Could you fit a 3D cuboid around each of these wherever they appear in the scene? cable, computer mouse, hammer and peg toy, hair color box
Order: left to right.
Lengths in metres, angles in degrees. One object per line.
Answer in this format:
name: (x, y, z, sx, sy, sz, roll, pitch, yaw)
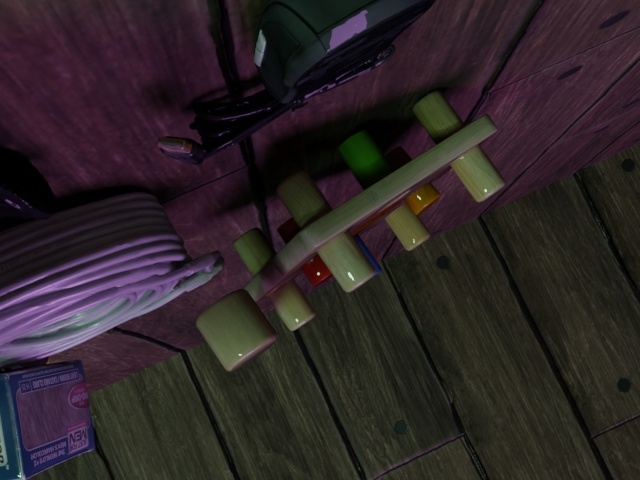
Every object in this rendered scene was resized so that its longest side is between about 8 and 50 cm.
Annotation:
hair color box: (-0.432, 0.205, 0.930, 0.348, 0.105, 0.174, -10, 176, 8)
cable: (-0.246, 0.043, 0.820, 0.257, 0.089, 0.257, -27, 171, 27)
computer mouse: (-0.031, -0.115, 0.571, 0.184, 0.060, 0.262, -29, -177, -1)
hammer and peg toy: (0.000, 0.000, 0.961, 0.361, 0.127, 0.266, -33, 176, -24)

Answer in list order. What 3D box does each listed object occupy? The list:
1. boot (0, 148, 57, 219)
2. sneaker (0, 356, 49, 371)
boot: (-0.241, -0.020, 0.581, 0.099, 0.045, 0.121, -29, 164, 10)
sneaker: (-0.415, 0.167, 1.182, 0.209, 0.081, 0.094, -22, -179, 32)
